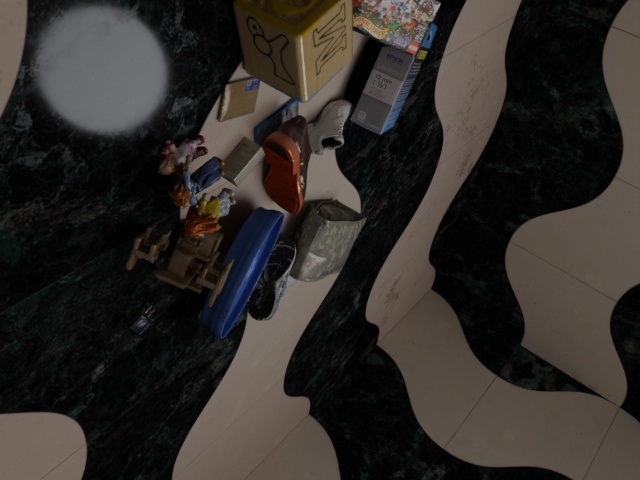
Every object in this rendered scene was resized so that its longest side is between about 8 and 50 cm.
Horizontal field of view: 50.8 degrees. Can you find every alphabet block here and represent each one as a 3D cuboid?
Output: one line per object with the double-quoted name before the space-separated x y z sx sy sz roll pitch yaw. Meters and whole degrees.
"alphabet block" -0.055 -0.462 1.495 0.193 0.192 0.197 -49 158 -24

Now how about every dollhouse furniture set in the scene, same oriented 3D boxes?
"dollhouse furniture set" -0.331 0.071 1.614 0.242 0.212 0.161 -71 -174 -71

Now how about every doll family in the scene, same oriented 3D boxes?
"doll family" -0.274 -0.106 1.521 0.163 0.118 0.263 -47 137 -42

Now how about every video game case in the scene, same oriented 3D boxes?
"video game case" -0.117 -0.299 1.816 0.166 0.015 0.119 -44 154 -30

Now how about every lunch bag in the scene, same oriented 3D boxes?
"lunch bag" 0.000 0.000 2.268 0.235 0.169 0.287 -64 162 18

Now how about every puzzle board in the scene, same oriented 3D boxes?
"puzzle board" -0.193 -0.339 1.606 0.128 0.011 0.096 -31 145 -49

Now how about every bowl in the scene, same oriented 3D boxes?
"bowl" -0.219 0.084 1.880 0.391 0.077 0.391 -64 178 -4

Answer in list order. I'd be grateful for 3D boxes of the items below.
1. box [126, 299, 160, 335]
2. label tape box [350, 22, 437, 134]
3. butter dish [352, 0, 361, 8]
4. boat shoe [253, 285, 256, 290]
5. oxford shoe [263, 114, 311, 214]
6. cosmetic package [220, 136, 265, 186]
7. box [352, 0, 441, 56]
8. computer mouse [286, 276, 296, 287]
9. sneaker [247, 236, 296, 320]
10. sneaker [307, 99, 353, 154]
"box" -0.463 0.204 1.762 0.083 0.018 0.067 -49 157 -19
"label tape box" 0.228 -0.512 2.058 0.249 0.115 0.347 -45 158 -70
"butter dish" 0.056 -0.608 1.620 0.160 0.118 0.160 -21 139 -55
"boat shoe" -0.217 0.145 2.180 0.125 0.038 0.046 -6 107 -64
"oxford shoe" -0.073 -0.199 1.879 0.132 0.130 0.363 -53 166 -25
"cosmetic package" -0.201 -0.200 1.714 0.115 0.060 0.041 -51 159 -12
"box" 0.191 -0.613 1.819 0.233 0.044 0.159 14 111 -26
"computer mouse" -0.128 0.141 2.355 0.193 0.042 0.106 -22 139 -55
"sneaker" -0.155 0.125 2.166 0.122 0.110 0.283 63 48 -73
"sneaker" 0.035 -0.320 1.972 0.232 0.115 0.090 -47 156 -25
